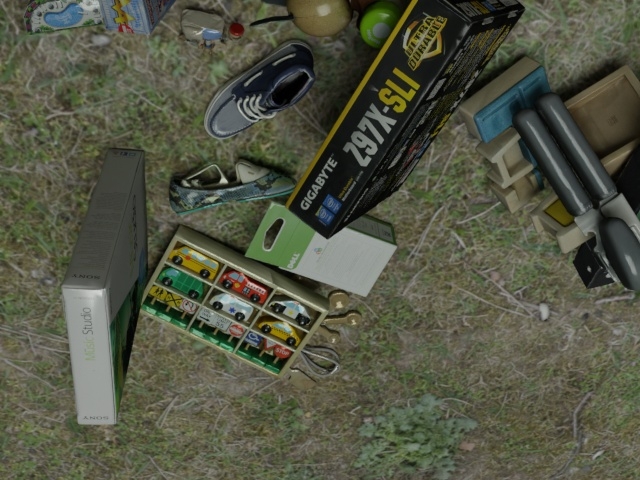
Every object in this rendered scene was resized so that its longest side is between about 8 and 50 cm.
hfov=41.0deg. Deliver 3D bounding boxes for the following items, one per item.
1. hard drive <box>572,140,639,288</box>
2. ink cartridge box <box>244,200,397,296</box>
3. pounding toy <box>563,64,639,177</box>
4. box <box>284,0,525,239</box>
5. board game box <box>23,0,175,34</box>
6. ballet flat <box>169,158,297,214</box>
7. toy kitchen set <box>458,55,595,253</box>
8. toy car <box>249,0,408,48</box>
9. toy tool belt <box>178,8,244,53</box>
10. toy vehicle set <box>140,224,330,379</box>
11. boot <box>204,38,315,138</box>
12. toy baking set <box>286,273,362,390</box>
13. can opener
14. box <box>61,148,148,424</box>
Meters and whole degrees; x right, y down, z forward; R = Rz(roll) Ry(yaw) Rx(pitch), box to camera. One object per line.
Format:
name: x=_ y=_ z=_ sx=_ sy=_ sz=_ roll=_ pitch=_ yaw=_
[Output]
hard drive: x=0.521 y=-0.064 z=1.218 sx=0.237 sy=0.064 sz=0.339 roll=-12 pitch=148 yaw=-12
ink cartridge box: x=0.000 y=0.000 z=1.311 sx=0.209 sy=0.062 sz=0.109 roll=19 pitch=122 yaw=-17
pounding toy: x=0.430 y=-0.157 z=1.191 sx=0.141 sy=0.130 sz=0.100 roll=-32 pitch=158 yaw=17
box: x=0.110 y=-0.171 z=1.082 sx=0.079 sy=0.257 sz=0.322 roll=38 pitch=120 yaw=8
board game box: x=-0.244 y=-0.297 z=0.995 sx=0.194 sy=0.194 sz=0.060 roll=-8 pitch=126 yaw=1
ballet flat: x=-0.130 y=-0.084 z=1.243 sx=0.188 sy=0.070 sz=0.070 roll=-12 pitch=126 yaw=0
toy kitchen set: x=0.313 y=-0.115 z=1.182 sx=0.122 sy=0.166 sz=0.207 roll=-38 pitch=134 yaw=-4
toy car: x=0.005 y=-0.309 z=1.045 sx=0.188 sy=0.155 sz=0.149 roll=-9 pitch=127 yaw=17
toy tool belt: x=-0.143 y=-0.270 z=1.119 sx=0.083 sy=0.052 sz=0.051 roll=11 pitch=156 yaw=-8
toy vehicle set: x=-0.141 y=0.102 z=1.361 sx=0.267 sy=0.035 sz=0.166 roll=27 pitch=120 yaw=-10
boot: x=-0.086 y=-0.190 z=1.151 sx=0.190 sy=0.086 sz=0.069 roll=-39 pitch=120 yaw=22
toy baking set: x=-0.041 y=0.164 z=1.446 sx=0.197 sy=0.030 sz=0.256 roll=13 pitch=124 yaw=-14
can opener: x=0.355 y=-0.066 z=1.120 sx=0.074 sy=0.093 sz=0.280 roll=-34 pitch=92 yaw=-3
box: x=-0.283 y=0.054 z=1.167 sx=0.059 sy=0.322 sz=0.232 roll=4 pitch=126 yaw=-3
